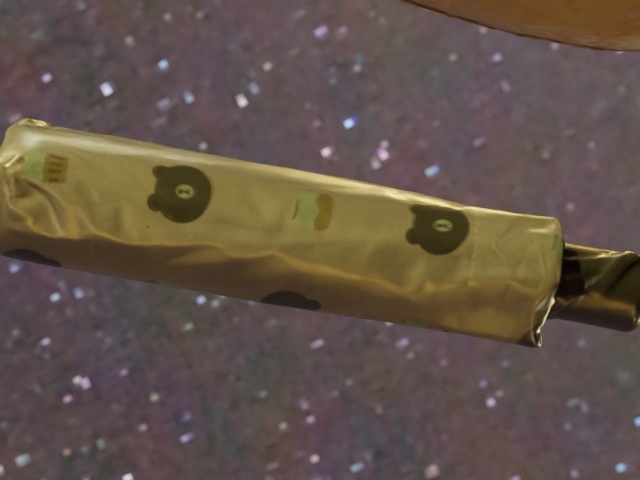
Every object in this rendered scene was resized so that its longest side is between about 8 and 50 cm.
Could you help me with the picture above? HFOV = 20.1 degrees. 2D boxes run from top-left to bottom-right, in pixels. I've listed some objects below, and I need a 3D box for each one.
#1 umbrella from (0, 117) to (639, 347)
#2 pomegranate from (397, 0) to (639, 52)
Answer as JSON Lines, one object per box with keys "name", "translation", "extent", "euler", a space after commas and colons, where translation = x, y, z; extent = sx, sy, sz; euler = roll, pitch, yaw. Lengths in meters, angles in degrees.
{"name": "umbrella", "translation": [0.000, 0.000, 0.907], "extent": [0.337, 0.067, 0.073], "euler": [10, -143, -3]}
{"name": "pomegranate", "translation": [0.061, -0.158, 0.323], "extent": [0.264, 0.264, 0.264], "euler": [37, -141, -38]}
